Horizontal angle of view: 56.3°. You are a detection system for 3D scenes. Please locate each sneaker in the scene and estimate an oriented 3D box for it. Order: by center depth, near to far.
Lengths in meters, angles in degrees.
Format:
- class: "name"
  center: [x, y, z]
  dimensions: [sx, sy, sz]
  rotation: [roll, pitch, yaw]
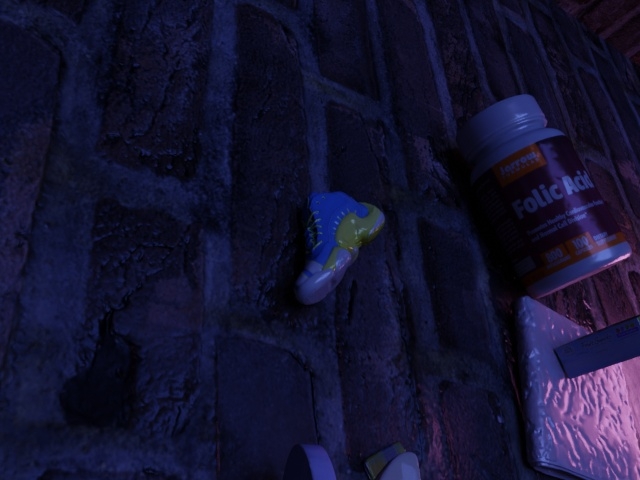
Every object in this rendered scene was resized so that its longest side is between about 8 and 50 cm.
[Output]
- class: "sneaker"
  center: [0.000, 0.000, 0.943]
  dimensions: [0.126, 0.091, 0.240]
  rotation: [36, 43, 10]

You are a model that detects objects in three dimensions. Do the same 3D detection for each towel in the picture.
- class: "towel"
  center: [0.098, 0.326, 0.849]
  dimensions: [0.083, 0.009, 0.060]
  rotation: [-12, 71, -45]
- class: "towel"
  center: [0.500, 0.309, 1.168]
  dimensions: [0.317, 0.053, 0.332]
  rotation: [27, 49, -25]

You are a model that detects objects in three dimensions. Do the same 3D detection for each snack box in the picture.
- class: "snack box"
  center: [0.583, 0.191, 1.148]
  dimensions: [0.207, 0.174, 0.070]
  rotation: [-6, 68, -43]

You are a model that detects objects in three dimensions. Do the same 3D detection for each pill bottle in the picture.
- class: "pill bottle"
  center: [0.458, -0.095, 1.273]
  dimensions: [0.224, 0.224, 0.392]
  rotation: [-10, 70, -43]

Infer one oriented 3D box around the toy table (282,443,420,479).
- class: "toy table"
  center: [0.048, 0.363, 0.639]
  dimensions: [0.160, 0.252, 0.274]
  rotation: [8, 66, -17]
